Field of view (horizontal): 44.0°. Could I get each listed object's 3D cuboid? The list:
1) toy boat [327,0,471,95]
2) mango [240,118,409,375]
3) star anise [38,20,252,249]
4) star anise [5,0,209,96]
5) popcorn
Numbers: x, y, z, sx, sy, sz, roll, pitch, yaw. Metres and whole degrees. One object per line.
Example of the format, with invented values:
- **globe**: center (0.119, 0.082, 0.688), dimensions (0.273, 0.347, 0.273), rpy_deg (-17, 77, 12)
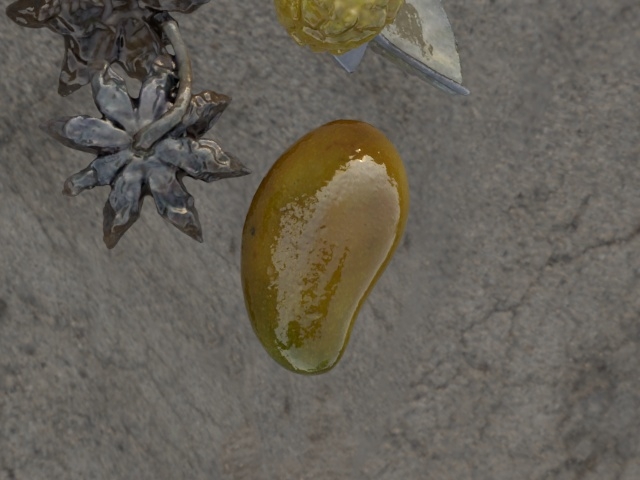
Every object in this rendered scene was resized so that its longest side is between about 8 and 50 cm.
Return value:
- **toy boat**: center (0.109, -0.383, 1.303), dimensions (0.294, 0.111, 0.275), rpy_deg (5, 75, -41)
- **mango**: center (0.000, 0.000, 0.673), dimensions (0.099, 0.136, 0.227), rpy_deg (56, 47, -66)
- **star anise**: center (-0.183, -0.115, 0.844), dimensions (0.230, 0.081, 0.262), rpy_deg (14, 86, -1)
- **star anise**: center (-0.242, -0.308, 0.994), dimensions (0.315, 0.108, 0.315), rpy_deg (-8, 121, -14)
- **popcorn**: center (0.023, -0.323, 0.993), dimensions (0.180, 0.180, 0.170), rpy_deg (6, 70, -29)
